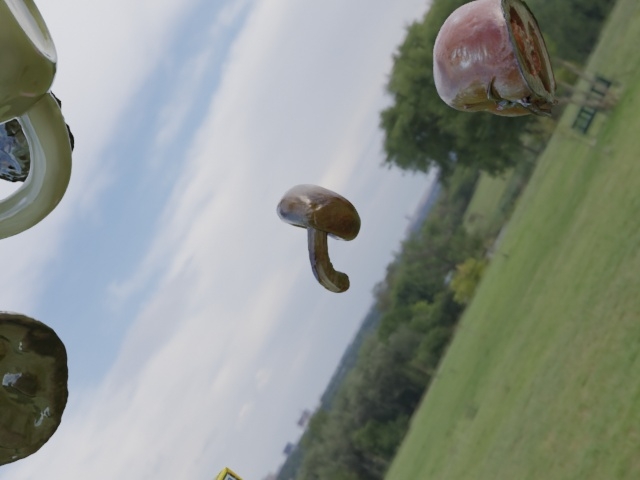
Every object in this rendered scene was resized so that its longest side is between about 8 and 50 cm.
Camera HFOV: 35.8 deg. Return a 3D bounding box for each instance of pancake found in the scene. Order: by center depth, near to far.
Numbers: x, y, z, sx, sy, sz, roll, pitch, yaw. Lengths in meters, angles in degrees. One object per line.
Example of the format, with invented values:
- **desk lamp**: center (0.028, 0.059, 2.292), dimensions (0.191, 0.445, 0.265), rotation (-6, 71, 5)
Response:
- **pancake**: center (-0.482, 0.206, 1.361), dimensions (0.049, 0.294, 0.294), rotation (60, 137, 47)

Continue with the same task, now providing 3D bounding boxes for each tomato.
- **tomato**: center (0.244, -0.255, 1.446), dimensions (0.214, 0.155, 0.181), rotation (14, -114, -59)

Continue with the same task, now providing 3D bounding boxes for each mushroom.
- **mushroom**: center (0.005, -0.008, 0.997), dimensions (0.073, 0.088, 0.130), rotation (-52, -47, -34)

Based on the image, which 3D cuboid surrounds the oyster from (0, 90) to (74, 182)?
- **oyster**: center (-0.469, -0.213, 1.372), dimensions (0.162, 0.158, 0.351), rotation (-39, -34, -13)

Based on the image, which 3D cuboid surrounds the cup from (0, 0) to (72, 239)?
- **cup**: center (-0.330, -0.126, 0.853), dimensions (0.202, 0.255, 0.173), rotation (-27, -3, 2)

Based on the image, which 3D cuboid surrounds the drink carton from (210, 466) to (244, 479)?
- **drink carton**: center (-0.141, 0.349, 1.139), dimensions (0.200, 0.084, 0.074), rotation (-50, 8, 34)
